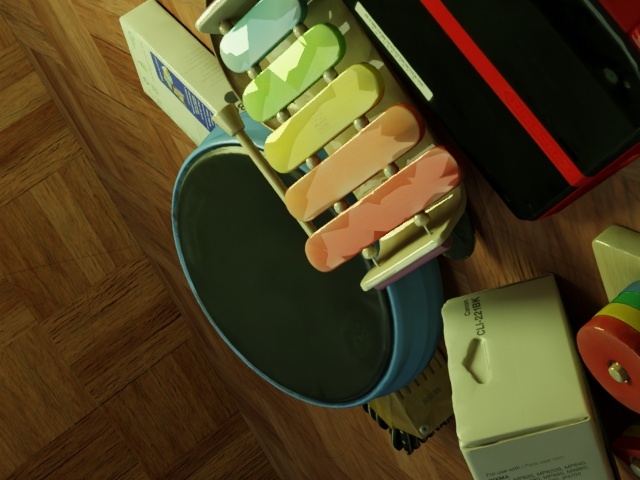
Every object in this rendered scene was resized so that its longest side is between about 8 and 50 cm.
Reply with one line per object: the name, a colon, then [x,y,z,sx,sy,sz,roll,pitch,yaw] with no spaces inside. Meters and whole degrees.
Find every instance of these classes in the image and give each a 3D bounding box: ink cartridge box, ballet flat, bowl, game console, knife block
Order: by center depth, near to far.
game console: [0.096,-0.201,0.775,0.387,0.060,0.342,52,170,5]
ink cartridge box: [0.212,0.198,0.999,0.197,0.114,0.273,-89,-23,-54]
ballet flat: [0.106,-0.057,1.059,0.173,0.057,0.049,58,-157,-12]
bowl: [-0.031,0.032,1.288,0.391,0.077,0.391,27,134,32]
ink cartridge box: [-0.142,-0.173,1.446,0.333,0.065,0.165,47,162,25]
knife block: [0.088,0.177,1.484,0.276,0.088,0.242,57,162,-14]

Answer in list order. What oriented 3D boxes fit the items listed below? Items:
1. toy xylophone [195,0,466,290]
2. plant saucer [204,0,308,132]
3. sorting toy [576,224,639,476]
toy xylophone: [0.000,-0.098,1.013,0.323,0.081,0.236,51,131,7]
plant saucer: [-0.050,-0.205,1.124,0.198,0.036,0.199,39,145,34]
sorting toy: [0.312,0.145,0.811,0.255,0.089,0.257,30,153,53]
